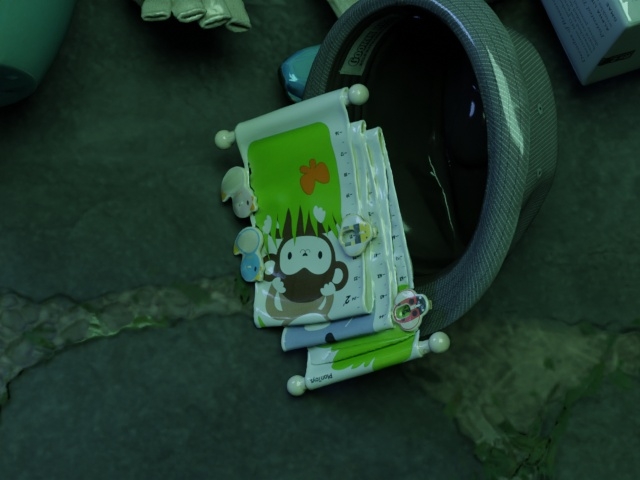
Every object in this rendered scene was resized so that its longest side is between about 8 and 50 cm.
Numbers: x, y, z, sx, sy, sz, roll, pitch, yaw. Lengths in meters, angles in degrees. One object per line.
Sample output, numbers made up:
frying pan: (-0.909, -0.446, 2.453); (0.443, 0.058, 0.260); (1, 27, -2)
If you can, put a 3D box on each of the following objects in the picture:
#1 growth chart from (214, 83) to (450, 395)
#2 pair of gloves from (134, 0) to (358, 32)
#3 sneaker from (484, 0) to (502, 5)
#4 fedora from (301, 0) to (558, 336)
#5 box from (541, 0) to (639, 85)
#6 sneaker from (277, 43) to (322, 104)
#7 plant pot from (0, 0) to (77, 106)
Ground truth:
growth chart: (0.000, 0.000, 1.408); (0.021, 0.172, 0.237); (6, 63, -53)
pair of gloves: (-0.050, -0.247, 1.538); (0.240, 0.042, 0.204); (-7, 45, -10)
sneaker: (0.107, -0.260, 1.550); (0.170, 0.063, 0.075); (44, 36, -11)
fedora: (0.097, -0.066, 1.426); (0.124, 0.243, 0.275); (-2, 91, -42)
box: (0.270, -0.250, 1.513); (0.181, 0.119, 0.182); (-19, 76, -17)
sneaker: (0.042, -0.155, 1.517); (0.162, 0.073, 0.063); (-13, 66, -12)
plant pot: (-0.311, -0.226, 1.411); (0.293, 0.293, 0.235); (-4, 80, -8)
